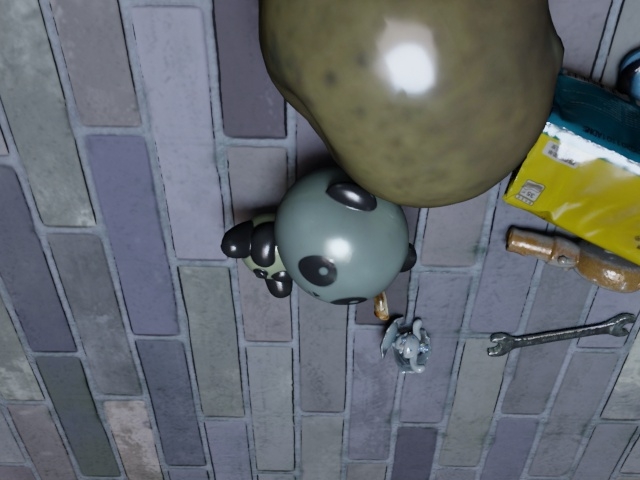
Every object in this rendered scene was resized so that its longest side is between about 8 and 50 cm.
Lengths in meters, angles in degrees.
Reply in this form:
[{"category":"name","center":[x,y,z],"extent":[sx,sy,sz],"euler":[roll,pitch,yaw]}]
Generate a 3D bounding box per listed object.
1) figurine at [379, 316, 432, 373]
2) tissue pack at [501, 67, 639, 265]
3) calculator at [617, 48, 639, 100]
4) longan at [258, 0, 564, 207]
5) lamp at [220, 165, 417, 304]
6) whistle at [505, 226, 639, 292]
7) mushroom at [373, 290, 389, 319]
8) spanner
[{"category":"figurine","center":[0.152,0.179,0.940],"extent":[0.086,0.094,0.082],"euler":[26,166,16]},{"category":"tissue pack","center":[0.368,-0.072,0.646],"extent":[0.271,0.192,0.134],"euler":[27,133,8]},{"category":"calculator","center":[0.480,-0.143,0.726],"extent":[0.173,0.051,0.293],"euler":[-9,124,9]},{"category":"longan","center":[0.087,-0.198,0.561],"extent":[0.288,0.288,0.350],"euler":[-22,113,15]},{"category":"lamp","center":[0.000,0.000,0.749],"extent":[0.244,0.198,0.198],"euler":[-13,125,30]},{"category":"whistle","center":[0.391,0.023,0.820],"extent":[0.220,0.107,0.057],"euler":[15,117,8]},{"category":"mushroom","center":[0.082,0.060,0.853],"extent":[0.088,0.073,0.130],"euler":[-5,86,-12]},{"category":"spanner","center":[0.421,0.167,0.961],"extent":[0.254,0.015,0.054],"euler":[-11,123,9]}]
